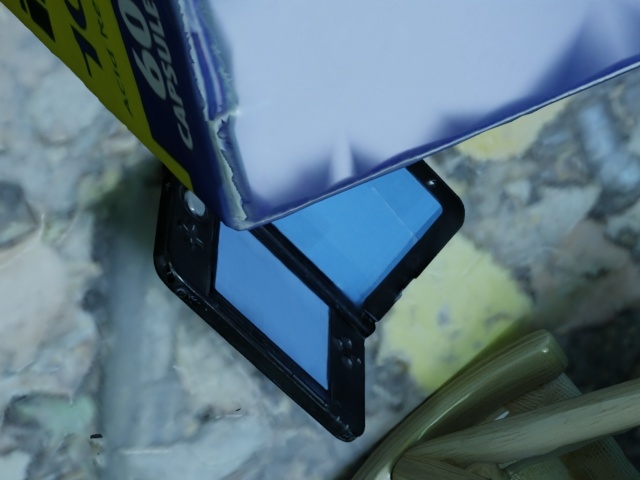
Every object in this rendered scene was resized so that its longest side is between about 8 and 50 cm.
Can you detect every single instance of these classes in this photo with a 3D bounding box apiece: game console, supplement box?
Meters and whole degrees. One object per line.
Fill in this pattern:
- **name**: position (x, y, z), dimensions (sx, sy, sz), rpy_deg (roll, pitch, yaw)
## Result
- **game console**: position (0.000, 0.000, 0.790), dimensions (0.071, 0.107, 0.122), rpy_deg (-33, 121, 24)
- **supplement box**: position (-0.021, -0.173, 0.553), dimensions (0.195, 0.356, 0.194), rpy_deg (-23, 115, -13)

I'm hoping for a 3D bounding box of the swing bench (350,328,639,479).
- **swing bench**: position (0.171, 0.172, 0.845), dimensions (0.253, 0.255, 0.165), rpy_deg (52, 51, -29)
